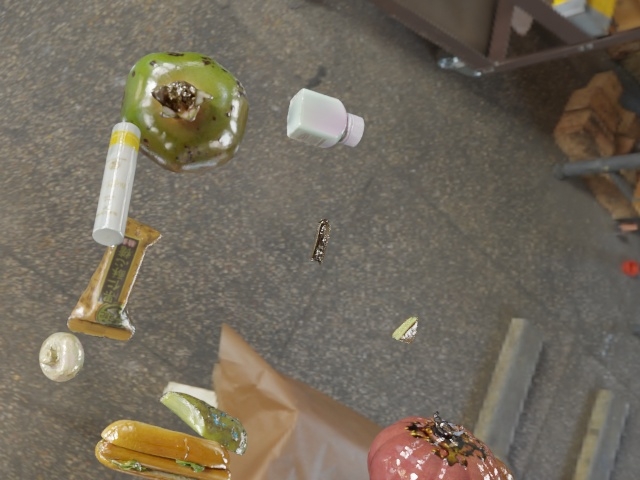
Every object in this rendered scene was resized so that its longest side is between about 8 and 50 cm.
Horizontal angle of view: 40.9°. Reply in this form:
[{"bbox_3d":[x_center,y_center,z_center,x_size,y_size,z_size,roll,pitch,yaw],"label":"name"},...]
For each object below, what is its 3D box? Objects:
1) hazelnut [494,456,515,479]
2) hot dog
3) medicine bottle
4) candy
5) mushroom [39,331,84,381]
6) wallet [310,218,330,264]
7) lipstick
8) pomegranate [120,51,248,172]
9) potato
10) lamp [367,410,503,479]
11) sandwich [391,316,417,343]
[{"bbox_3d":[0.276,0.471,1.581,0.182,0.182,0.182,2,87,-37],"label":"hazelnut"},{"bbox_3d":[-0.266,0.377,1.484,0.249,0.068,0.100,21,111,-29],"label":"hot dog"},{"bbox_3d":[0.009,-0.195,1.411,0.118,0.055,0.074,13,66,-24],"label":"medicine bottle"},{"bbox_3d":[-0.432,0.084,1.827,0.143,0.101,0.271,20,92,-14],"label":"candy"},{"bbox_3d":[-0.433,0.193,1.425,0.067,0.083,0.083,20,75,-55],"label":"mushroom"},{"bbox_3d":[0.000,0.000,2.070,0.031,0.198,0.110,13,92,-1],"label":"wallet"},{"bbox_3d":[-0.386,-0.110,1.631,0.059,0.059,0.264,28,45,-33],"label":"lipstick"},{"bbox_3d":[-0.302,-0.302,1.862,0.291,0.323,0.291,-1,67,2],"label":"pomegranate"},{"bbox_3d":[-0.222,0.349,1.691,0.054,0.198,0.119,-59,164,-1],"label":"potato"},{"bbox_3d":[0.151,0.297,1.115,0.182,0.182,0.140,9,110,-36],"label":"lamp"},{"bbox_3d":[0.186,0.204,1.872,0.083,0.031,0.044,-36,127,-38],"label":"sandwich"}]
